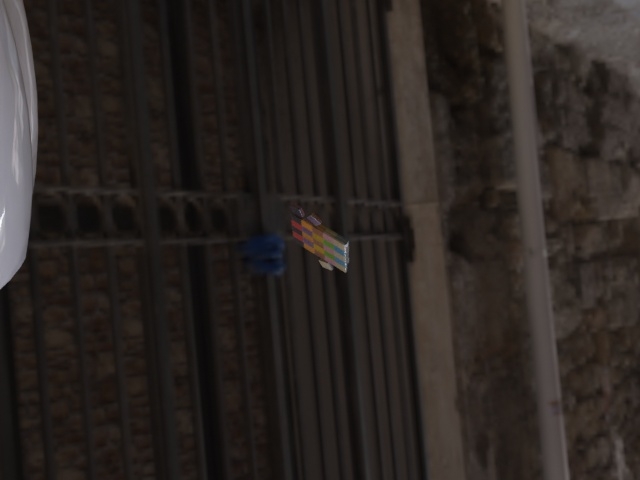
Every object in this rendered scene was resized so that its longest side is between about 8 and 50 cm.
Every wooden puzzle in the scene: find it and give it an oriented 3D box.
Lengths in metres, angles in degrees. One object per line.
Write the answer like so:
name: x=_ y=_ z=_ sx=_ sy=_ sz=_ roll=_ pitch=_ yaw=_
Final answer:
wooden puzzle: x=0.000 y=0.000 z=0.828 sx=0.049 sy=0.006 sz=0.083 roll=31 pitch=159 yaw=15

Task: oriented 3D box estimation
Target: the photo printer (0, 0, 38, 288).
photo printer: x=-0.241 y=-0.059 z=0.296 sx=0.307 sy=0.107 sz=0.256 roll=-9 pitch=137 yaw=-2
